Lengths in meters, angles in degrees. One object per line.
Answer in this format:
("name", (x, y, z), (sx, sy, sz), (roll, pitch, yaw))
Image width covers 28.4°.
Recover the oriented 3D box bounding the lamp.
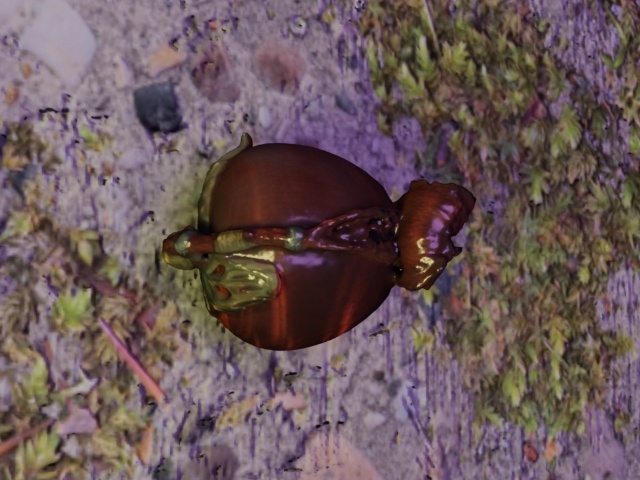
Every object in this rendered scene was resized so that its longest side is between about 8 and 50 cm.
("lamp", (-0.005, 0.011, 0.937), (0.223, 0.215, 0.151), (16, 89, -9))
